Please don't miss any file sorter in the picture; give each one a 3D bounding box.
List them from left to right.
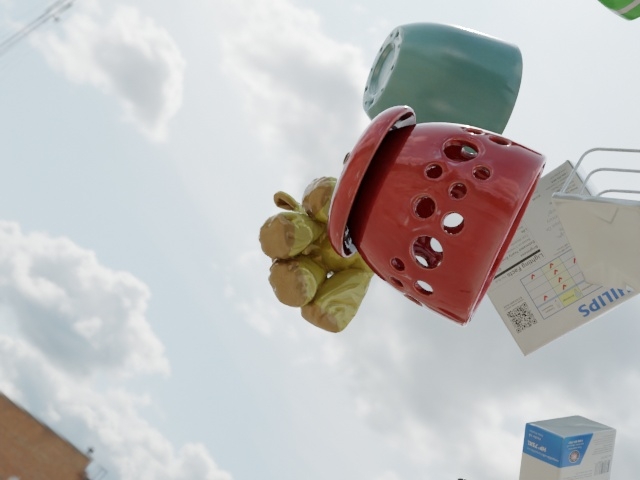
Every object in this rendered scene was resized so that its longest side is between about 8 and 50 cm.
[{"bbox_3d":[0.646,-0.045,1.759,0.192,0.173,0.278,9,-35,43],"label":"file sorter"}]

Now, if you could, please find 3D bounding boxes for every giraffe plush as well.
[{"bbox_3d":[0.000,0.000,1.053,0.170,0.210,0.182,12,-59,59],"label":"giraffe plush"}]

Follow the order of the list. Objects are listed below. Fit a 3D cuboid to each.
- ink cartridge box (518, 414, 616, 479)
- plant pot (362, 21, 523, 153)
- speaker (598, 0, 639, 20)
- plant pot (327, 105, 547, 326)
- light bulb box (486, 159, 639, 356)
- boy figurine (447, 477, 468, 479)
[{"bbox_3d":[0.373,0.396,1.281,0.078,0.134,0.231,13,-82,54],"label":"ink cartridge box"},{"bbox_3d":[0.226,-0.304,1.674,0.235,0.293,0.293,20,-26,-14],"label":"plant pot"},{"bbox_3d":[0.441,-0.498,1.351,0.296,0.131,0.131,40,-28,-11],"label":"speaker"},{"bbox_3d":[0.113,-0.031,0.845,0.174,0.191,0.191,25,-33,16],"label":"plant pot"},{"bbox_3d":[0.595,0.046,2.112,0.358,0.225,0.361,-35,-104,24],"label":"light bulb box"},{"bbox_3d":[0.290,0.687,1.897,0.092,0.285,0.177,32,-31,-9],"label":"boy figurine"}]
